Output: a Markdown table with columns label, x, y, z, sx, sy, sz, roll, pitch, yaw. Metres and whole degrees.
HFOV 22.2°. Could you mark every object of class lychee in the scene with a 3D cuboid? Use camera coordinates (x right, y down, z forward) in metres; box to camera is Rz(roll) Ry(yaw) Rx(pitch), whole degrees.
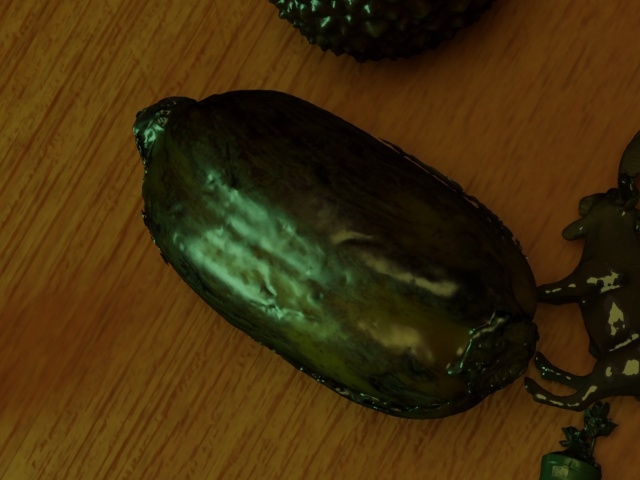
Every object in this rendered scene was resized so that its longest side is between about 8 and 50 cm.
| label | x | y | z | sx | sy | sz | roll | pitch | yaw |
| --- | --- | --- | --- | --- | --- | --- | --- | --- | --- |
| lychee | 0.059 | -0.278 | 1.337 | 0.271 | 0.271 | 0.271 | -2 | 78 | 12 |

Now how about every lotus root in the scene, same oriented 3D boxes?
| label | x | y | z | sx | sy | sz | roll | pitch | yaw |
| --- | --- | --- | --- | --- | --- | --- | --- | --- | --- |
| lotus root | 0.000 | 0.000 | 1.321 | 0.397 | 0.179 | 0.196 | 35 | 98 | 28 |

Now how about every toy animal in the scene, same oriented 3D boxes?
| label | x | y | z | sx | sy | sz | roll | pitch | yaw |
| --- | --- | --- | --- | --- | --- | --- | --- | --- | --- |
| toy animal | 0.243 | 0.026 | 1.331 | 0.186 | 0.094 | 0.214 | -18 | 75 | 18 |

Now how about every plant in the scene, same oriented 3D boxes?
| label | x | y | z | sx | sy | sz | roll | pitch | yaw |
| --- | --- | --- | --- | --- | --- | --- | --- | --- | --- |
| plant | 0.207 | 0.175 | 1.325 | 0.051 | 0.051 | 0.102 | 18 | 70 | 15 |
